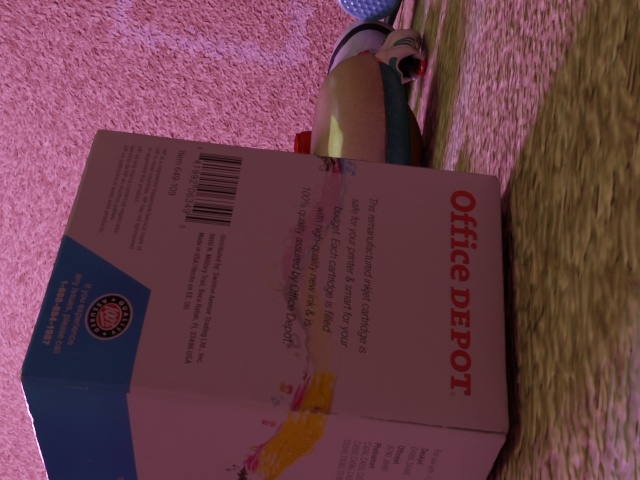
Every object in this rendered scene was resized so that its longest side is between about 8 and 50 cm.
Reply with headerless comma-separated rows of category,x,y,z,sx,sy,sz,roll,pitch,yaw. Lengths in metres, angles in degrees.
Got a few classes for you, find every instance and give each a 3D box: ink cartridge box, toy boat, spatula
ink cartridge box,-0.028,0.074,0.676,0.197,0.270,0.198,97,180,-51
toy boat,0.056,-0.092,1.219,0.318,0.148,0.267,-118,30,-74
spatula,0.114,-0.326,1.796,0.084,0.030,0.296,-87,5,-60

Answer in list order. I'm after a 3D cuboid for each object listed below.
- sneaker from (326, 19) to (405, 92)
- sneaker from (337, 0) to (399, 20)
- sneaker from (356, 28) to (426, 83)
sneaker,0.041,-0.137,1.529,0.210,0.138,0.365,-79,1,-66
sneaker,0.103,-0.500,1.463,0.319,0.127,0.208,111,176,-46
sneaker,0.106,-0.224,1.280,0.161,0.075,0.057,-39,-44,-51
